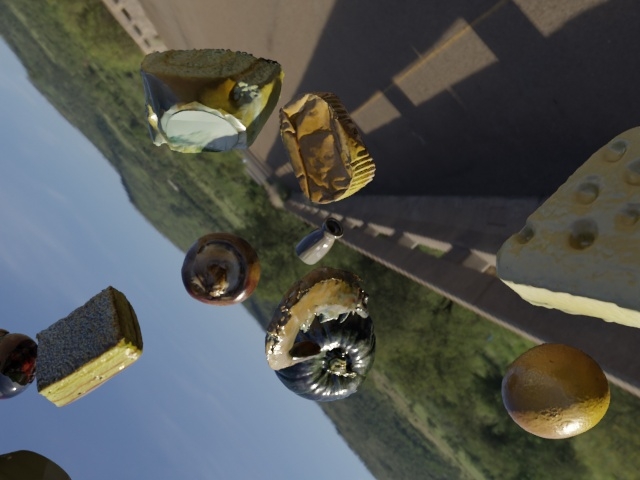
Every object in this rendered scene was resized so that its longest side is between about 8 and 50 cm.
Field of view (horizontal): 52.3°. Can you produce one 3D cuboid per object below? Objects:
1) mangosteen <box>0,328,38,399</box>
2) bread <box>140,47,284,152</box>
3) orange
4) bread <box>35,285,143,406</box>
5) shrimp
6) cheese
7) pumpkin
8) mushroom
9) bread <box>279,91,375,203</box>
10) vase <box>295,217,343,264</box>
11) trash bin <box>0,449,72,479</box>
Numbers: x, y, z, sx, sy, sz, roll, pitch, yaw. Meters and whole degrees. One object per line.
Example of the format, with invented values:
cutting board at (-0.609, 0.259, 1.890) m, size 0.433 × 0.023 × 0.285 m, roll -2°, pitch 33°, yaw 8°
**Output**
mangosteen at (-0.850, 0.323, 1.733) m, size 0.200 × 0.200 × 0.200 m, roll 48°, pitch 176°, yaw 4°
bread at (-0.284, -0.368, 1.784) m, size 0.264 × 0.396 × 0.239 m, roll -104°, pitch 16°, yaw -49°
orange at (0.538, 0.345, 1.500) m, size 0.236 × 0.236 × 0.236 m, roll 48°, pitch 176°, yaw 4°
bread at (-0.529, 0.244, 1.494) m, size 0.110 × 0.234 × 0.184 m, roll 52°, pitch -172°, yaw -48°
shrimp at (-0.003, 0.117, 0.939) m, size 0.058 × 0.173 × 0.253 m, roll 32°, pitch 179°, yaw 25°
cheese at (0.528, -0.033, 1.159) m, size 0.104 × 0.384 × 0.384 m, roll 32°, pitch -174°, yaw -33°
pumpkin at (0.008, 0.302, 1.877) m, size 0.323 × 0.323 × 0.241 m, roll 50°, pitch -178°, yaw -23°
mushroom at (-0.317, 0.093, 2.074) m, size 0.253 × 0.253 × 0.153 m, roll 48°, pitch 180°, yaw 6°
bread at (0.019, -0.250, 1.688) m, size 0.156 × 0.204 × 0.288 m, roll -33°, pitch -83°, yaw -54°
vase at (0.000, 0.000, 1.234) m, size 0.053 × 0.053 × 0.101 m, roll 48°, pitch 132°, yaw 1°
trash bin at (-0.529, 0.471, 1.015) m, size 0.121 × 0.247 × 0.243 m, roll 33°, pitch 169°, yaw 6°
